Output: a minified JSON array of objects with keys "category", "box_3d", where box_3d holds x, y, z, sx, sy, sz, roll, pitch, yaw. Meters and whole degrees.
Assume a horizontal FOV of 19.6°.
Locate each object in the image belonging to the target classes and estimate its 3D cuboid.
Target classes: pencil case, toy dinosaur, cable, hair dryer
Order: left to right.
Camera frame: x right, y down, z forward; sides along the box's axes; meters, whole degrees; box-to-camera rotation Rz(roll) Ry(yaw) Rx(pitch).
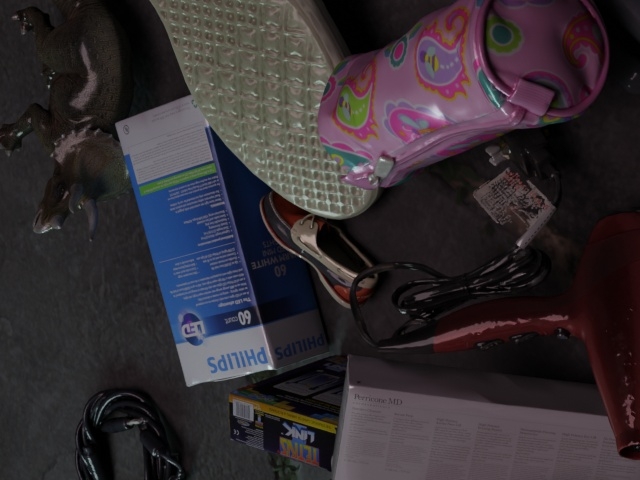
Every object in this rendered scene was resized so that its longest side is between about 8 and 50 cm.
[{"category":"toy dinosaur","box_3d":[-0.231,-0.154,1.807,0.160,0.121,0.313,3,86,42]},{"category":"cable","box_3d":[-0.211,0.245,1.931,0.150,0.047,0.184,46,130,26]},{"category":"pencil case","box_3d":[0.101,-0.116,1.422,0.284,0.124,0.124,-21,86,61]},{"category":"hair dryer","box_3d":[0.177,0.059,1.422,0.223,0.080,0.293,-49,51,6]}]

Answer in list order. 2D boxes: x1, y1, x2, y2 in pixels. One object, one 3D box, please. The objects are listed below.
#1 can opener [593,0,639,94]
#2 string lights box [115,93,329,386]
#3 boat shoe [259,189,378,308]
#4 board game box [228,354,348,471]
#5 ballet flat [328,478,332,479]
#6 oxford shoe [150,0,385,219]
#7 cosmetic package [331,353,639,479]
[{"category":"can opener","box_3d":[0.154,-0.220,1.403,0.283,0.095,0.076,49,131,24]},{"category":"string lights box","box_3d":[-0.093,-0.004,1.722,0.133,0.077,0.260,-14,91,46]},{"category":"boat shoe","box_3d":[0.000,0.000,1.649,0.137,0.049,0.043,48,144,16]},{"category":"board game box","box_3d":[0.029,0.152,1.599,0.170,0.141,0.048,12,108,42]},{"category":"ballet flat","box_3d":[0.142,0.280,1.536,0.342,0.124,0.116,18,108,41]},{"category":"oxford shoe","box_3d":[-0.072,-0.223,1.616,0.169,0.130,0.449,-35,92,38]},{"category":"cosmetic package","box_3d":[0.133,0.156,1.455,0.239,0.060,0.099,8,115,-3]}]
